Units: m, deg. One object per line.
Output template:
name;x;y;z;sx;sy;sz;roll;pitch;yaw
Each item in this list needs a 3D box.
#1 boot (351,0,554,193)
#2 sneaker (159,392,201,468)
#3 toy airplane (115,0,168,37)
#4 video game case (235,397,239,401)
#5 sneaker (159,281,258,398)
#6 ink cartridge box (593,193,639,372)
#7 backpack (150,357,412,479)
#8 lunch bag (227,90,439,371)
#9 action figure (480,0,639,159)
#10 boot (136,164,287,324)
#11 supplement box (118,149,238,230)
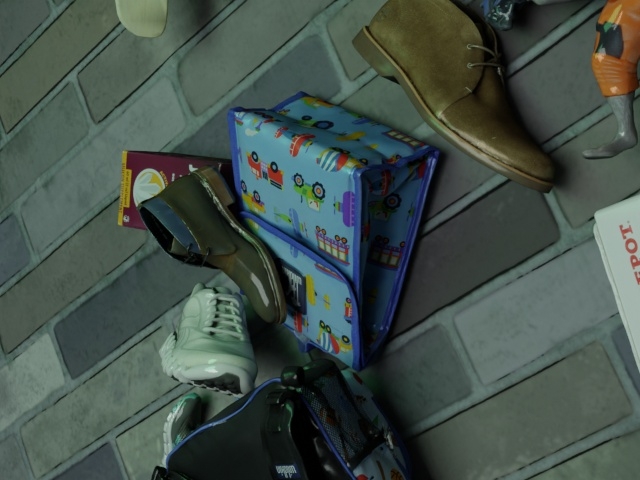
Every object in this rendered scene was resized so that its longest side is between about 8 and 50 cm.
boot;0.160;-0.172;1.369;0.115;0.112;0.305;-51;59;17
sneaker;-0.172;0.286;1.699;0.076;0.065;0.166;18;107;21
toy airplane;-0.207;-0.501;1.552;0.386;0.272;0.384;-41;98;19
video game case;-0.046;0.268;1.611;0.166;0.015;0.119;5;95;40
sneaker;-0.134;0.118;1.558;0.292;0.110;0.118;-158;87;-74
ink cartridge box;0.417;0.023;1.147;0.278;0.117;0.201;-24;77;38
backpack;-0.015;0.294;1.451;0.276;0.213;0.263;-38;77;36
lunch bag;0.000;0.000;1.510;0.221;0.138;0.293;28;123;38
action figure;0.303;-0.250;1.246;0.341;0.178;0.330;149;117;-68
boot;-0.130;0.021;1.506;0.219;0.106;0.082;58;151;16
supplement box;-0.174;-0.060;1.662;0.188;0.081;0.104;9;97;39
